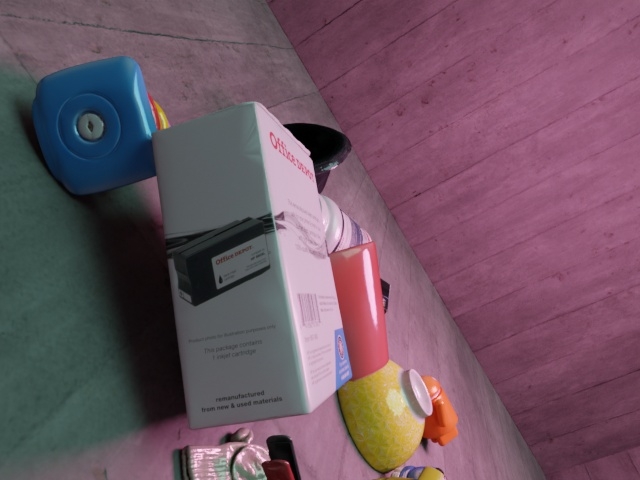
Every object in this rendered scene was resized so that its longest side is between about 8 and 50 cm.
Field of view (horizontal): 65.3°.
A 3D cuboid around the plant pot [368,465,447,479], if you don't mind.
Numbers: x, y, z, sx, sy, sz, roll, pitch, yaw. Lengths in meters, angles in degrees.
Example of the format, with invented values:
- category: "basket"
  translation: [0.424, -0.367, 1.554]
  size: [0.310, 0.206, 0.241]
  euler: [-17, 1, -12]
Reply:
- category: "plant pot"
  translation: [0.149, 0.544, 0.870]
  size: [0.227, 0.207, 0.228]
  euler: [66, 18, 14]

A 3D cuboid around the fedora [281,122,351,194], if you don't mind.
- category: "fedora"
  translation: [-0.064, -0.196, 1.355]
  size: [0.334, 0.333, 0.153]
  euler: [-88, 175, -56]

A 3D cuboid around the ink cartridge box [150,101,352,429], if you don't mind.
- category: "ink cartridge box"
  translation: [-0.087, 0.040, 0.750]
  size: [0.285, 0.166, 0.395]
  euler: [27, 52, -74]

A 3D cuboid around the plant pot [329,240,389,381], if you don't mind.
- category: "plant pot"
  translation: [0.012, 0.153, 1.012]
  size: [0.275, 0.274, 0.243]
  euler: [-10, 83, -70]

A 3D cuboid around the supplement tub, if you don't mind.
- category: "supplement tub"
  translation: [0.000, 0.000, 1.265]
  size: [0.272, 0.191, 0.191]
  euler: [37, 31, -50]

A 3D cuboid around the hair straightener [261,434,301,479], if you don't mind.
- category: "hair straightener"
  translation: [-0.038, 0.376, 0.777]
  size: [0.089, 0.047, 0.231]
  euler: [-84, 160, -57]

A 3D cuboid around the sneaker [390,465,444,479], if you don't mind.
- category: "sneaker"
  translation: [0.254, 0.655, 1.068]
  size: [0.129, 0.147, 0.330]
  euler: [32, 41, -55]

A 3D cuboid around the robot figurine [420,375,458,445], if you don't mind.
- category: "robot figurine"
  translation: [0.331, 0.506, 1.512]
  size: [0.220, 0.128, 0.158]
  euler: [62, 19, 0]

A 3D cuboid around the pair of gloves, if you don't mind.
- category: "pair of gloves"
  translation: [-0.129, 0.283, 0.770]
  size: [0.204, 0.042, 0.240]
  euler: [42, 28, -46]

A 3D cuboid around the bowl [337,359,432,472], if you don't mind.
- category: "bowl"
  translation: [0.180, 0.400, 1.231]
  size: [0.289, 0.156, 0.290]
  euler: [51, 21, -28]

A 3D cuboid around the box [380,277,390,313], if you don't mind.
- category: "box"
  translation: [0.092, 0.186, 1.242]
  size: [0.077, 0.180, 0.147]
  euler: [32, 23, -1]

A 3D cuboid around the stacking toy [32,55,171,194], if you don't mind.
- category: "stacking toy"
  translation: [-0.305, -0.178, 0.826]
  size: [0.302, 0.165, 0.175]
  euler: [-67, 144, -80]
